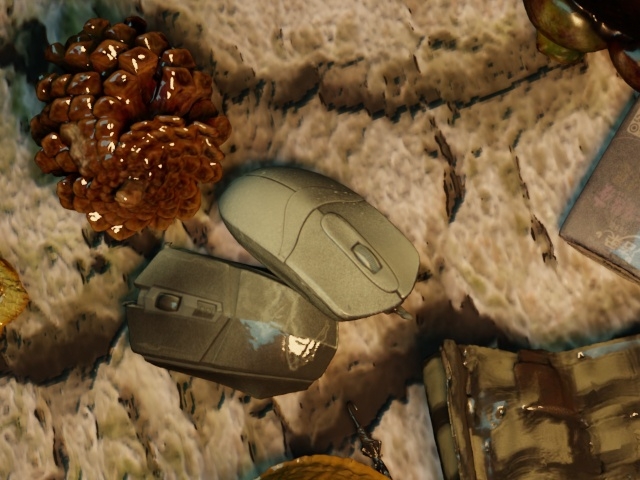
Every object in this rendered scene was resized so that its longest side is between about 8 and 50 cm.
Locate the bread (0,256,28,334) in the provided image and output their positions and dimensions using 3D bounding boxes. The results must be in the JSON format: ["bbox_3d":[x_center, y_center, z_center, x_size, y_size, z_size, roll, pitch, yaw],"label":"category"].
[{"bbox_3d":[-0.368,0.057,1.888,0.140,0.069,0.128,-41,69,4],"label":"bread"}]

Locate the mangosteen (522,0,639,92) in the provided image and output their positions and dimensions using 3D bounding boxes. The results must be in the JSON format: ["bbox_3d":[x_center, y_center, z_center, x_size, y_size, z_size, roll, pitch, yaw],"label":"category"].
[{"bbox_3d":[0.304,-0.273,1.600,0.297,0.297,0.313,10,93,22],"label":"mangosteen"}]

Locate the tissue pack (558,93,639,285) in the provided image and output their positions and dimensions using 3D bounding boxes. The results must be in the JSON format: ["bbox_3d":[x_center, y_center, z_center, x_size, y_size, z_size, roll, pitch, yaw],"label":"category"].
[{"bbox_3d":[0.293,-0.042,1.676,0.112,0.051,0.156,31,90,26],"label":"tissue pack"}]

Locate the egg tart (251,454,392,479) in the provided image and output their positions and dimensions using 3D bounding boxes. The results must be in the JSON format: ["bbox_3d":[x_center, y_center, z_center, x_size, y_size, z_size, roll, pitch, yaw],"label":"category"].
[{"bbox_3d":[-0.010,0.295,1.647,0.215,0.171,0.215,0,89,16],"label":"egg tart"}]

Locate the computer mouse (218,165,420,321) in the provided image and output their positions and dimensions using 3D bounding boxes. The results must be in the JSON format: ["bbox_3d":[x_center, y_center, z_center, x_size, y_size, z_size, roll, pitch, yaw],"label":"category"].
[{"bbox_3d":[-0.001,-0.005,1.744,0.229,0.068,0.113,34,57,26],"label":"computer mouse"}]

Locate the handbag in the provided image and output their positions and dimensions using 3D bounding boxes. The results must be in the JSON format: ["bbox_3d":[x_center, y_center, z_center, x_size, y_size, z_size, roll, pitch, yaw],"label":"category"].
[{"bbox_3d":[0.265,0.223,1.561,0.325,0.162,0.327,-10,68,6],"label":"handbag"}]

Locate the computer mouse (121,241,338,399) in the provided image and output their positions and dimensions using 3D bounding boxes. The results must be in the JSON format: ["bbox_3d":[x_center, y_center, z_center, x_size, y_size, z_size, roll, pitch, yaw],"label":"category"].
[{"bbox_3d":[-0.089,0.072,1.780,0.231,0.071,0.126,15,84,23],"label":"computer mouse"}]

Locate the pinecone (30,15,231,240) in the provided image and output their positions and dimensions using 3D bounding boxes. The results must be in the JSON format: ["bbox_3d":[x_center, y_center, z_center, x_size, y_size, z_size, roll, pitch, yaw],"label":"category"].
[{"bbox_3d":[-0.186,-0.120,1.805,0.186,0.169,0.212,-29,70,15],"label":"pinecone"}]

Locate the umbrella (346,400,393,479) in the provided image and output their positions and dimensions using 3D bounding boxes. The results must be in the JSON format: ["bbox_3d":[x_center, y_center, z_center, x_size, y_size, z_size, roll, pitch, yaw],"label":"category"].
[{"bbox_3d":[0.057,0.212,1.726,0.022,0.022,0.148,-20,78,-24],"label":"umbrella"}]
